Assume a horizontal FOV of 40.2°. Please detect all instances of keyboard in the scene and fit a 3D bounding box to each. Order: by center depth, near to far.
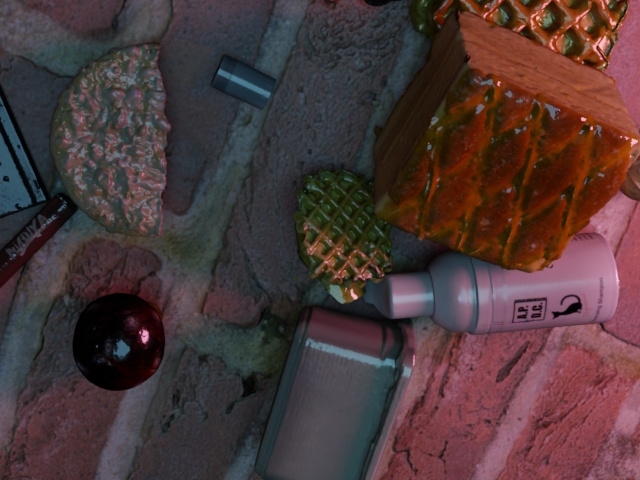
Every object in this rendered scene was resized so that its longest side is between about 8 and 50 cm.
[{"bbox_3d":[-0.495,-0.185,1.268,0.101,0.018,0.310,-20,106,1],"label":"keyboard"}]

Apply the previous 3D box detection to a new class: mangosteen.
[{"bbox_3d":[-0.296,0.153,1.324,0.152,0.152,0.152,-1,105,-5],"label":"mangosteen"}]

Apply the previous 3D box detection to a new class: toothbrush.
[{"bbox_3d":[-0.503,0.063,1.323,0.364,0.041,0.041,-44,105,6],"label":"toothbrush"}]

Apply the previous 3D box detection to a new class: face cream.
[{"bbox_3d":[0.254,0.075,1.347,0.369,0.145,0.145,-6,106,-4],"label":"face cream"}]

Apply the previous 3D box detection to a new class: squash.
[{"bbox_3d":[-0.002,0.002,1.343,0.075,0.090,0.200,-20,94,32],"label":"squash"}]

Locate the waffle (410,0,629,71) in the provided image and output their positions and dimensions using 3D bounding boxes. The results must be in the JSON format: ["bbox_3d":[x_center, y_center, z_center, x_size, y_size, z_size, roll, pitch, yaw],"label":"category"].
[{"bbox_3d":[0.294,-0.343,1.279,0.325,0.068,0.302,0,105,-7],"label":"waffle"}]

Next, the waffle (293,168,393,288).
[{"bbox_3d":[0.037,-0.019,1.304,0.169,0.036,0.183,4,73,-30],"label":"waffle"}]

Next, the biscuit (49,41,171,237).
[{"bbox_3d":[-0.303,-0.148,1.266,0.179,0.084,0.281,4,102,-2],"label":"biscuit"}]

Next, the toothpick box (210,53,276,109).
[{"bbox_3d":[-0.113,-0.231,1.276,0.083,0.052,0.052,24,101,-12],"label":"toothpick box"}]

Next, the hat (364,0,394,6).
[{"bbox_3d":[0.109,-0.379,1.254,0.121,0.121,0.050,-40,143,6],"label":"hat"}]

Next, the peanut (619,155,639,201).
[{"bbox_3d":[0.560,-0.129,1.353,0.214,0.090,0.099,-19,96,-3],"label":"peanut"}]

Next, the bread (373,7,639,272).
[{"bbox_3d":[0.247,-0.128,1.221,0.279,0.207,0.279,23,124,-15],"label":"bread"}]

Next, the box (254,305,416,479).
[{"bbox_3d":[0.018,0.255,1.367,0.182,0.175,0.312,17,103,-1],"label":"box"}]
